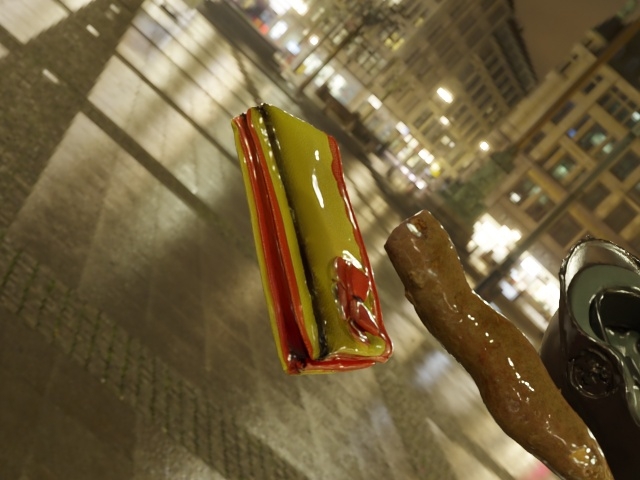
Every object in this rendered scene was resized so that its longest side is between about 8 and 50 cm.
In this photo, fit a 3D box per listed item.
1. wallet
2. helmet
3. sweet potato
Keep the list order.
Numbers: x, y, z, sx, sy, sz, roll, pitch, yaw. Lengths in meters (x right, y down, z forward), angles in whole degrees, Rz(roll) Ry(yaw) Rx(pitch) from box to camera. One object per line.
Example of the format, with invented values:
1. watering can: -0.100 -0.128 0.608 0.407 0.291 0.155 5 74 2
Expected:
1. wallet: 0.000 0.000 0.876 0.141 0.067 0.241 13 59 -57
2. helmet: 0.322 0.161 0.984 0.225 0.177 0.305 -12 54 -41
3. sweet potato: 0.144 0.103 0.757 0.281 0.059 0.067 55 -16 17
